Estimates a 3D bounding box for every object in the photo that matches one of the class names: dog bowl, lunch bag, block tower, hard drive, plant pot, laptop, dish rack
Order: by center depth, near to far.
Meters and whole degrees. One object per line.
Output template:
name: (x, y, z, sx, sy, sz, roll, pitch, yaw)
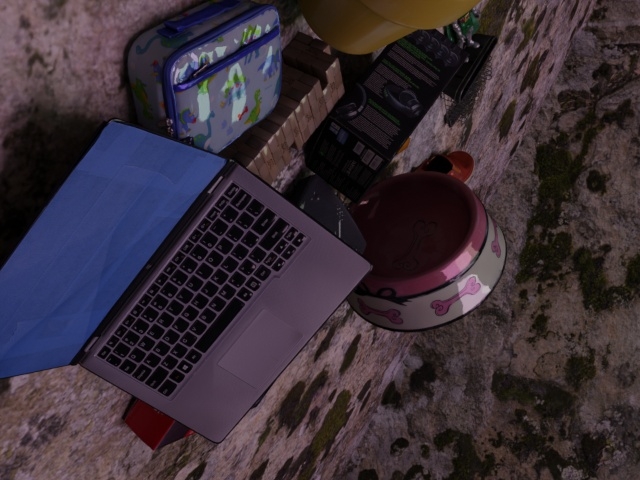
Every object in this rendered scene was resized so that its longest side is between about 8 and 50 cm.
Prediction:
laptop: (-0.181, 0.100, 0.807, 0.382, 0.407, 0.236, -50, -162, 11)
lunch bag: (-0.140, -0.210, 0.819, 0.219, 0.090, 0.176, -44, 150, -39)
plant pot: (0.086, -0.382, 0.863, 0.254, 0.254, 0.239, -49, -169, -27)
block tower: (-0.086, -0.168, 0.984, 0.336, 0.090, 0.097, -54, 157, -17)
hard drive: (0.000, 0.000, 1.300, 0.255, 0.054, 0.172, 51, 58, -46)
dog bowl: (0.217, 0.004, 1.489, 0.408, 0.407, 0.150, -52, 137, -21)
dish rack: (0.417, -0.434, 1.785, 0.208, 0.074, 0.271, -57, 158, -7)

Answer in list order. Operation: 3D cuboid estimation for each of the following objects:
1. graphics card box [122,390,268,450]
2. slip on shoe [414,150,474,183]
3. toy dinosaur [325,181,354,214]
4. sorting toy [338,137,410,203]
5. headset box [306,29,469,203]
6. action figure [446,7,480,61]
graphics card box: (-0.184, 0.256, 1.248, 0.233, 0.094, 0.371, -55, 161, 12)
slip on shoe: (0.376, -0.214, 1.918, 0.331, 0.123, 0.101, -30, 140, -44)
toy dinosaur: (0.021, -0.032, 1.412, 0.118, 0.064, 0.268, 8, 105, -48)
sorting toy: (0.155, -0.234, 1.497, 0.307, 0.041, 0.229, -37, 149, -45)
headset box: (0.122, -0.244, 1.186, 0.283, 0.131, 0.246, -53, 180, -17)
action figure: (0.341, -0.525, 1.529, 0.137, 0.063, 0.232, -55, 154, -5)
